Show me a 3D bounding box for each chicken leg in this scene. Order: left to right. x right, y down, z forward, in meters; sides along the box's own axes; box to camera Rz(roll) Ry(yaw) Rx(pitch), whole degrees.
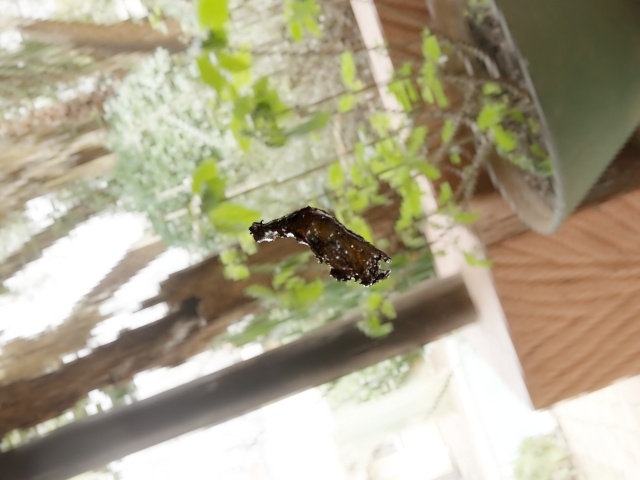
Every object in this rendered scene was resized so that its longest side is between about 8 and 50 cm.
[{"bbox_3d":[0.002,-0.001,0.691,0.021,0.083,0.036,-62,-6,-51],"label":"chicken leg"}]
